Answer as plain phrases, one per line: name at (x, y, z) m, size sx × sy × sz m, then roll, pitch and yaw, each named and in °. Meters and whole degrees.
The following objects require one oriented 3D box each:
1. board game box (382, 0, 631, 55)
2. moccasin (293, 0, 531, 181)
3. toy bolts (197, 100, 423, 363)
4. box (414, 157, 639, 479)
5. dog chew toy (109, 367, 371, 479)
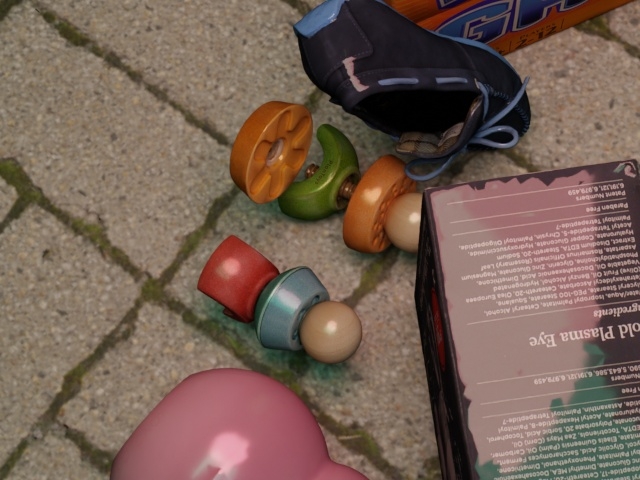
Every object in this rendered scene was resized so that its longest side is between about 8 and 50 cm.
board game box at (0.161, -0.415, 1.409) m, size 0.356 × 0.356 × 0.356 m, roll -23°, pitch 73°, yaw -3°
moccasin at (0.092, -0.121, 1.358) m, size 0.138 × 0.342 × 0.116 m, roll -36°, pitch 62°, yaw 30°
toy bolts at (0.000, 0.000, 1.381) m, size 0.158 × 0.218 × 0.228 m, roll 28°, pitch 85°, yaw 25°
box at (0.191, 0.139, 1.251) m, size 0.179 × 0.343 × 0.312 m, roll -9°, pitch 73°, yaw 0°
dog chew toy at (-0.028, 0.269, 1.313) m, size 0.332 × 0.206 × 0.206 m, roll 40°, pitch 80°, yaw 5°
